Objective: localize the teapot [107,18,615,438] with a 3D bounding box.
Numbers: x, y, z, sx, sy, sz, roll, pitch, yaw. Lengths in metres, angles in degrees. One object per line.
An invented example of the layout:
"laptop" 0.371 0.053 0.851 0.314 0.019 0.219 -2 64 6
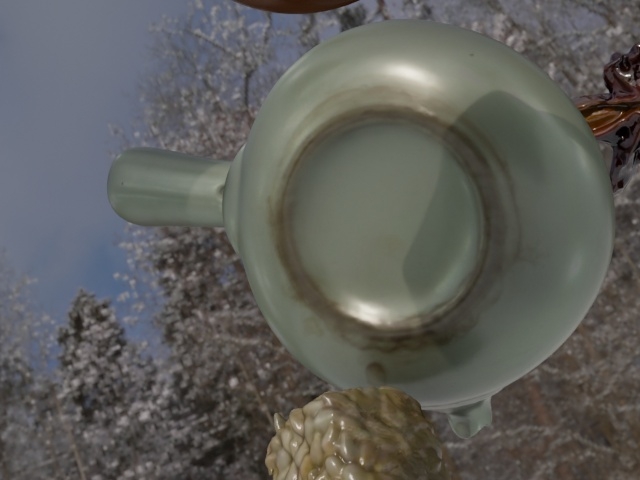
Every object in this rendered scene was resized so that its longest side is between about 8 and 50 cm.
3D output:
"teapot" 0.010 -0.036 0.546 0.220 0.318 0.149 -63 -19 16

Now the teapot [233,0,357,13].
"teapot" 0.005 -0.122 0.290 0.173 0.116 0.116 -9 -33 -26

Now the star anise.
"star anise" 0.242 -0.103 0.675 0.144 0.158 0.141 -34 -39 -58

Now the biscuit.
"biscuit" 0.033 0.144 0.407 0.082 0.168 0.070 8 -44 -33
